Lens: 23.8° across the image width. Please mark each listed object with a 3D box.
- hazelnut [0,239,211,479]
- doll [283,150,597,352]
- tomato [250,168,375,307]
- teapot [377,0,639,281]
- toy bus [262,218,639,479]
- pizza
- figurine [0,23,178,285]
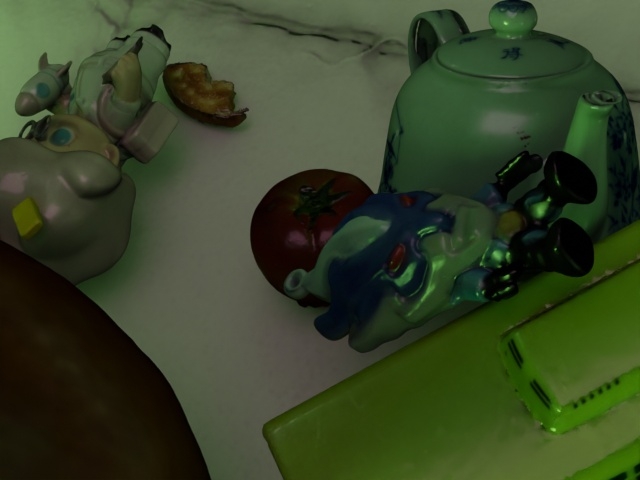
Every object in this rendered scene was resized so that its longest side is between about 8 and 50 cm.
[{"bbox_3d":[-0.227,0.143,0.752,0.366,0.366,0.366,-7,60,12],"label":"hazelnut"},{"bbox_3d":[0.054,0.007,0.786,0.195,0.070,0.096,-16,50,41],"label":"doll"},{"bbox_3d":[0.000,0.000,0.924,0.087,0.075,0.087,-7,45,7],"label":"tomato"},{"bbox_3d":[0.107,-0.067,0.866,0.159,0.159,0.232,-34,30,-5],"label":"teapot"},{"bbox_3d":[0.115,0.101,0.789,0.262,0.150,0.128,-29,57,0],"label":"toy bus"},{"bbox_3d":[-0.079,-0.099,1.035,0.083,0.016,0.037,34,76,32],"label":"pizza"},{"bbox_3d":[-0.162,-0.043,0.975,0.137,0.112,0.229,-6,49,44],"label":"figurine"}]
